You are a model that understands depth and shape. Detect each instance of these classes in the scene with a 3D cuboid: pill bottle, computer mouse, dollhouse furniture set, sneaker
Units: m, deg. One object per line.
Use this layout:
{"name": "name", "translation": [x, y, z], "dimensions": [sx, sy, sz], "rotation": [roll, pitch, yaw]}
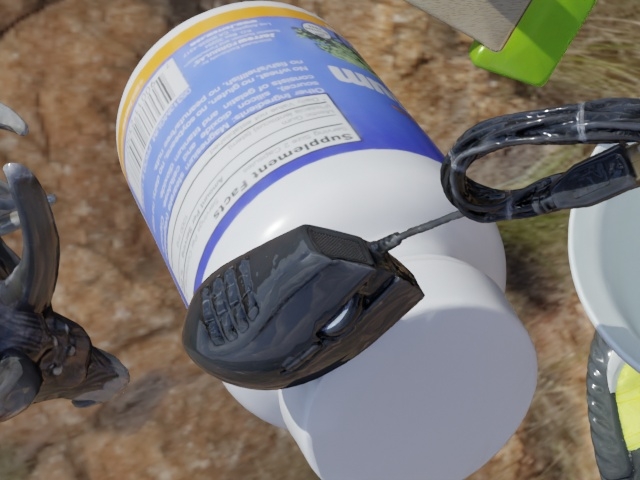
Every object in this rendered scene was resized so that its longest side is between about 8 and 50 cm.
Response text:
{"name": "pill bottle", "translation": [0.000, 0.000, 0.740], "dimensions": [0.152, 0.152, 0.272], "rotation": [-56, 36, 18]}
{"name": "computer mouse", "translation": [0.031, 0.011, 0.528], "dimensions": [0.242, 0.071, 0.041], "rotation": [-29, 46, 45]}
{"name": "dollhouse furniture set", "translation": [0.130, -0.262, 1.141], "dimensions": [0.151, 0.301, 0.198], "rotation": [27, 107, -10]}
{"name": "sneaker", "translation": [0.344, 0.235, 1.306], "dimensions": [0.147, 0.145, 0.385], "rotation": [-18, 93, 24]}

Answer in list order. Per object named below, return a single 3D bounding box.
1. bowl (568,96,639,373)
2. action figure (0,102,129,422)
{"name": "bowl", "translation": [0.335, 0.011, 1.049], "dimensions": [0.297, 0.134, 0.298], "rotation": [-13, 55, 19]}
{"name": "action figure", "translation": [-0.127, 0.031, 0.402], "dimensions": [0.275, 0.141, 0.164], "rotation": [-7, 77, 43]}
